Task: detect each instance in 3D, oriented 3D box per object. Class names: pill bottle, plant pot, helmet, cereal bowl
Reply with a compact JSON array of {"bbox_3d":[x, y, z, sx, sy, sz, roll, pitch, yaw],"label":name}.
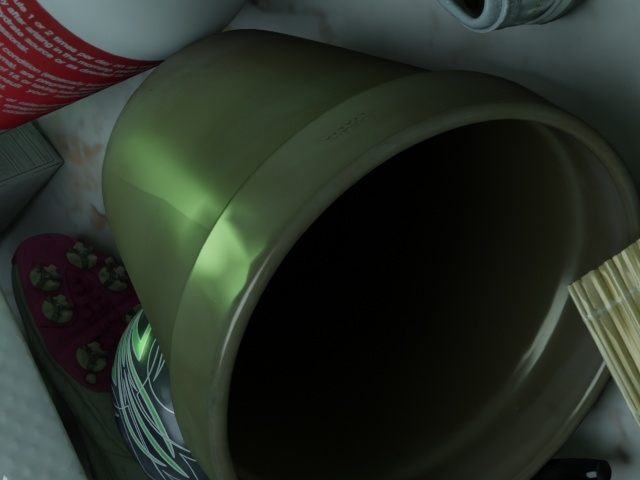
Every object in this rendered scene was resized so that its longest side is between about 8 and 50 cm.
[{"bbox_3d":[-0.191,-0.216,1.388,0.408,0.229,0.229,-17,93,44],"label":"pill bottle"},{"bbox_3d":[0.000,0.000,1.269,0.280,0.323,0.323,41,130,44],"label":"plant pot"},{"bbox_3d":[-0.076,0.112,1.446,0.169,0.161,0.169,16,115,38],"label":"helmet"},{"bbox_3d":[-0.266,0.174,1.540,0.339,0.141,0.339,62,171,18],"label":"cereal bowl"}]

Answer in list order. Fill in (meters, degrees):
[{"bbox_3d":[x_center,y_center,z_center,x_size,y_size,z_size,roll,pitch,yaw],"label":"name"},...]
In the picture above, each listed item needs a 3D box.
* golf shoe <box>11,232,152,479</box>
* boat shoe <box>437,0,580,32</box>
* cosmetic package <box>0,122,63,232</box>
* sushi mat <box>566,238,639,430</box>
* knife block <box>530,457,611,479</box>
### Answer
[{"bbox_3d":[-0.169,0.137,1.577,0.306,0.115,0.140,55,136,15],"label":"golf shoe"},{"bbox_3d":[0.052,-0.270,1.236,0.118,0.103,0.320,-40,77,42],"label":"boat shoe"},{"bbox_3d":[-0.326,-0.003,1.640,0.060,0.099,0.239,50,120,8],"label":"cosmetic package"},{"bbox_3d":[0.285,0.129,1.179,0.151,0.019,0.316,-27,86,12],"label":"sushi mat"},{"bbox_3d":[0.101,0.198,1.371,0.088,0.242,0.275,61,-178,-22],"label":"knife block"}]
